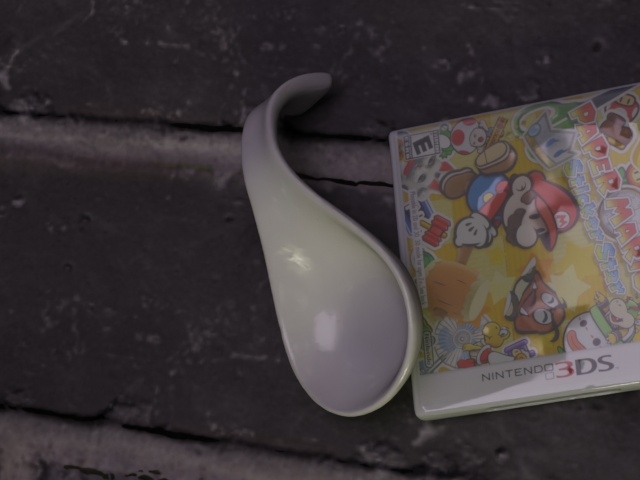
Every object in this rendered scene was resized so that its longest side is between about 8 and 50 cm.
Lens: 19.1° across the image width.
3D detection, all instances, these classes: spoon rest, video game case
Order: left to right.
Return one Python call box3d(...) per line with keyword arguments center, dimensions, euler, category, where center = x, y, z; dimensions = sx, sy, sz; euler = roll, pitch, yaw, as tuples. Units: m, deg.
box3d(center=(0.000, 0.000, 1.429), dimensions=(0.137, 0.084, 0.276), euler=(-39, 58, 40), category="spoon rest")
box3d(center=(0.159, 0.008, 1.408), dimensions=(0.206, 0.026, 0.227), euler=(-10, 71, 18), category="video game case")
